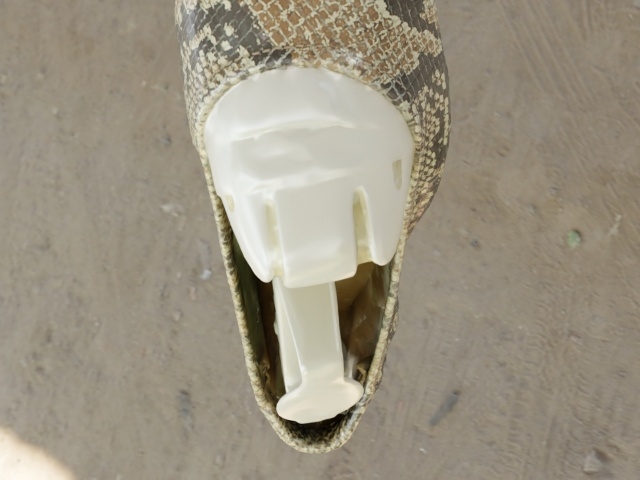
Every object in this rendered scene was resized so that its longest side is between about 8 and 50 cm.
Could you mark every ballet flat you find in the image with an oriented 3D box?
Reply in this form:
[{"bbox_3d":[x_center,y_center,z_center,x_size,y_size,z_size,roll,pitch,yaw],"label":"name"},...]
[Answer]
[{"bbox_3d":[0.000,0.000,0.643,0.164,0.482,0.182,0,52,2],"label":"ballet flat"}]
